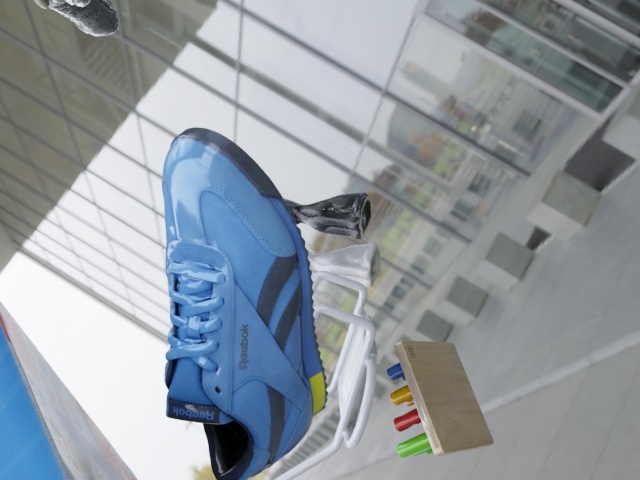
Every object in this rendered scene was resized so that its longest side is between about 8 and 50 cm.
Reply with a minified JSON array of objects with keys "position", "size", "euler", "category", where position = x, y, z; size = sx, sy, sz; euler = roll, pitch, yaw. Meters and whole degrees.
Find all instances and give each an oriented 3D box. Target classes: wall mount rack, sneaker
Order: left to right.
[{"position":[-0.050,0.046,0.408],"size":[0.082,0.069,0.209],"euler":[-41,-46,-38],"category":"sneaker"},{"position":[-0.014,0.213,1.087],"size":[0.350,0.130,0.304],"euler":[-89,16,-80],"category":"wall mount rack"}]

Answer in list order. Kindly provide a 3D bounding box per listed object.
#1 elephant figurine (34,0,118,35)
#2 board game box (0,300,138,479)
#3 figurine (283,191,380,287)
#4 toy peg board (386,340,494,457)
[{"position":[-0.214,-0.246,0.587],"size":[0.169,0.239,0.186],"euler":[-52,40,19],"category":"elephant figurine"},{"position":[-0.113,0.223,0.412],"size":[0.086,0.308,0.302],"euler":[-29,-33,-15],"category":"board game box"},{"position":[0.000,0.000,1.509],"size":[0.092,0.209,0.215],"euler":[-68,-26,-43],"category":"figurine"},{"position":[0.154,0.234,1.111],"size":[0.079,0.161,0.161],"euler":[-33,-25,28],"category":"toy peg board"}]
